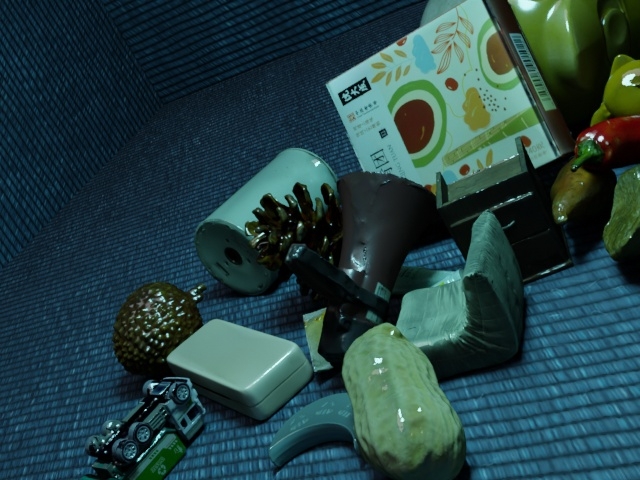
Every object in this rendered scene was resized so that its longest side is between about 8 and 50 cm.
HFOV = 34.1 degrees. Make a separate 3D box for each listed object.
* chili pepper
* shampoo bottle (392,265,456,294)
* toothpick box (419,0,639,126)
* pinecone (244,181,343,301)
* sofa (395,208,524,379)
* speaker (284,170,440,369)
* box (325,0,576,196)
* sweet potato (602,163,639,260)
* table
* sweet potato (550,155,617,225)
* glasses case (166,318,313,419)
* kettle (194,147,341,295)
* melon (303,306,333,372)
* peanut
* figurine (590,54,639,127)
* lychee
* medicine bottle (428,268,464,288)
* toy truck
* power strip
[{"bbox_3d":[0.572,-0.172,1.787,0.369,0.091,0.137,-10,16,-10],"label":"chili pepper"},{"bbox_3d":[0.196,0.075,1.924,0.191,0.041,0.069,-1,33,49],"label":"shampoo bottle"},{"bbox_3d":[0.454,-0.432,2.210,0.425,0.408,0.409,5,41,49],"label":"toothpick box"},{"bbox_3d":[0.000,0.000,2.048,0.244,0.309,0.244,-54,22,34],"label":"pinecone"},{"bbox_3d":[0.206,0.097,1.686,0.225,0.176,0.210,-18,25,26],"label":"sofa"},{"bbox_3d":[0.075,0.036,1.786,0.198,0.259,0.329,11,63,15],"label":"speaker"},{"bbox_3d":[0.252,-0.242,2.047,0.385,0.344,0.122,-27,-5,30],"label":"box"},{"bbox_3d":[0.605,-0.088,1.651,0.370,0.157,0.158,-24,22,-4],"label":"sweet potato"},{"bbox_3d":[0.316,-0.039,1.819,0.169,0.193,0.172,-23,23,16],"label":"table"},{"bbox_3d":[0.470,-0.094,1.857,0.112,0.112,0.359,-16,13,30],"label":"sweet potato"},{"bbox_3d":[-0.158,0.236,1.963,0.144,0.076,0.336,-39,24,-23],"label":"glasses case"},{"bbox_3d":[-0.114,-0.028,2.373,0.205,0.265,0.318,21,47,22],"label":"kettle"},{"bbox_3d":[0.018,0.158,1.904,0.202,0.093,0.139,-39,17,-32],"label":"melon"},{"bbox_3d":[0.110,0.238,1.516,0.152,0.152,0.313,-28,37,4],"label":"peanut"},{"bbox_3d":[0.595,-0.256,1.939,0.215,0.215,0.228,-24,21,14],"label":"figurine"},{"bbox_3d":[-0.328,0.173,2.162,0.238,0.200,0.200,-47,26,-12],"label":"lychee"},{"bbox_3d":[0.224,0.088,1.826,0.083,0.047,0.047,-39,16,29],"label":"medicine bottle"},{"bbox_3d":[-0.313,0.355,1.840,0.114,0.124,0.253,-5,31,45],"label":"toy truck"},{"bbox_3d":[0.026,0.297,1.652,0.216,0.044,0.137,-15,26,34],"label":"power strip"}]
